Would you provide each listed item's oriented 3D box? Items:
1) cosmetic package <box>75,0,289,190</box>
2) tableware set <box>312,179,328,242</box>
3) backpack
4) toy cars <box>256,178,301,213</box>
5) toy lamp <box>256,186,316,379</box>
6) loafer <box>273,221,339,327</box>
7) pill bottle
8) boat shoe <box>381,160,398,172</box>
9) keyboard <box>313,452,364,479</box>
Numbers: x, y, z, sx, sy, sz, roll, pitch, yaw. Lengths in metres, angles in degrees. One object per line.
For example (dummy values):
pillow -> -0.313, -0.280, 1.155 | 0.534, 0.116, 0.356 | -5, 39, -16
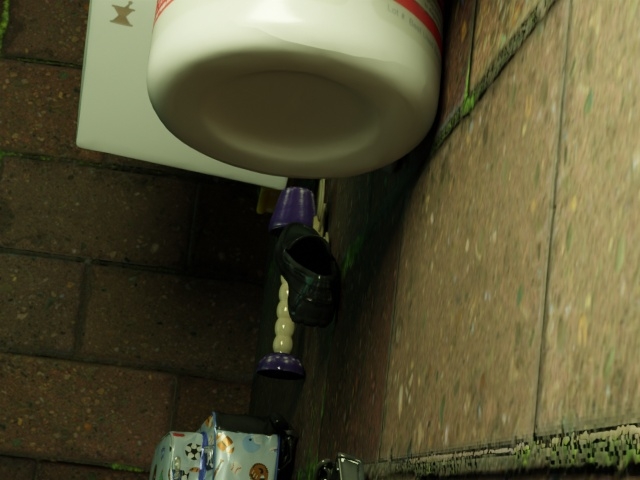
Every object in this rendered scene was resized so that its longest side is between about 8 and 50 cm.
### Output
cosmetic package -> -0.157, -0.348, 2.033 | 0.327, 0.329, 0.394 | 108, 172, -47
tableware set -> 0.000, 0.000, 1.874 | 0.141, 0.020, 0.169 | 103, 172, -64
backpack -> -0.145, 0.391, 1.977 | 0.276, 0.213, 0.263 | 119, 147, -69
toy cars -> -0.044, -0.170, 2.307 | 0.394, 0.087, 0.176 | -86, 10, -68
toy lamp -> -0.045, 0.058, 1.972 | 0.080, 0.080, 0.275 | 112, 164, -72
loafer -> -0.012, 0.026, 1.681 | 0.223, 0.076, 0.078 | -104, 26, -64
pill bottle -> -0.006, -0.276, 1.135 | 0.229, 0.229, 0.408 | 108, 169, -64
boat shoe -> 0.061, -0.087, 1.247 | 0.035, 0.035, 0.100 | -56, -2, -7
keyboard -> 0.006, 0.310, 1.274 | 0.201, 0.033, 0.317 | -97, 15, -46
